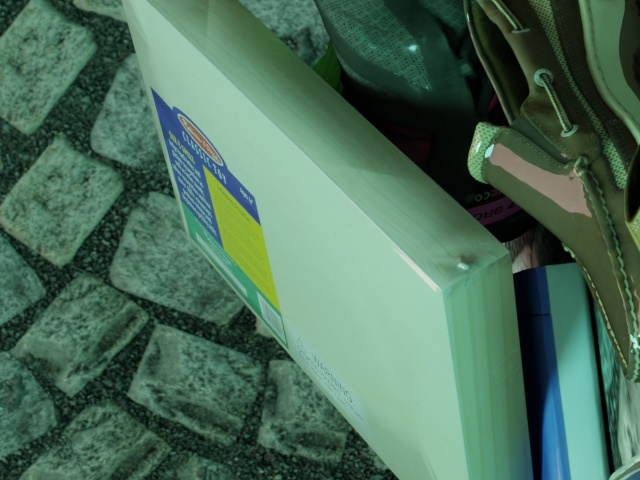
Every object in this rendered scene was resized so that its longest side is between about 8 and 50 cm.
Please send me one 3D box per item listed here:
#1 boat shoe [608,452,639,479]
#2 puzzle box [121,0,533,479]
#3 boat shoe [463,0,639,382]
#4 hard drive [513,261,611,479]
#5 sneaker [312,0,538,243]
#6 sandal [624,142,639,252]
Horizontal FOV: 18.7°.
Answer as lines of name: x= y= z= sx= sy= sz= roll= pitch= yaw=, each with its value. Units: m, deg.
boat shoe: x=0.138 y=0.138 z=0.792 sx=0.302 sy=0.109 sz=0.094 roll=80 pitch=-176 yaw=-62
puzzle box: x=0.000 y=0.000 z=1.306 sx=0.409 sy=0.052 sz=0.272 roll=46 pitch=158 yaw=40
boat shoe: x=0.119 y=-0.034 z=0.934 sx=0.095 sy=0.095 sz=0.257 roll=85 pitch=178 yaw=-48
hard drive: x=0.163 y=0.178 z=1.297 sx=0.210 sy=0.040 sz=0.319 roll=110 pitch=154 yaw=-87
sneaker: x=0.089 y=-0.107 z=1.280 sx=0.202 sy=0.185 sz=0.483 roll=52 pitch=163 yaw=21
sandal: x=0.142 y=-0.028 z=0.719 sx=0.090 sy=0.060 sz=0.219 roll=-100 pitch=4 yaw=-71
